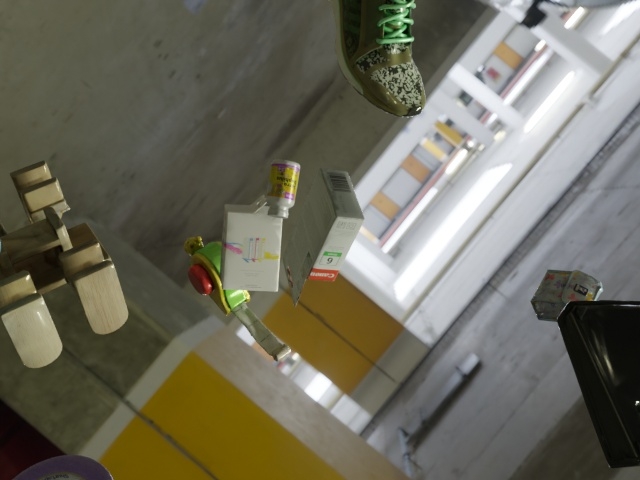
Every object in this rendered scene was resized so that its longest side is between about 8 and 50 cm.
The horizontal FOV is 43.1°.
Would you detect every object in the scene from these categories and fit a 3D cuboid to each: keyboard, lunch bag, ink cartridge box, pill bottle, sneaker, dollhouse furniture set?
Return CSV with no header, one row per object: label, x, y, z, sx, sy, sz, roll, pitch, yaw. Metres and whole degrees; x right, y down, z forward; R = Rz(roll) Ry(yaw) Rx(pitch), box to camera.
keyboard,0.319,0.130,0.553,0.033,0.317,0.201,118,-33,-46
lunch bag,0.358,0.080,1.173,0.083,0.053,0.071,6,-135,42
ink cartridge box,0.000,0.000,0.714,0.063,0.029,0.115,-107,-150,-43
pill bottle,-0.057,-0.076,1.210,0.043,0.043,0.083,112,-13,-85
ink cartridge box,-0.112,0.001,1.296,0.092,0.090,0.143,-132,-135,-76
sneaker,0.115,-0.431,1.503,0.158,0.410,0.182,-17,175,-32
dollhouse furniture set,-0.351,0.067,0.892,0.242,0.212,0.161,-26,138,-22

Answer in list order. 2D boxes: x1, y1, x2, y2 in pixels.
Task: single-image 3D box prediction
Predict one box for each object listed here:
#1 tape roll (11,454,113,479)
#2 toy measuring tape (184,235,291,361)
tape roll,-0.366,0.401,1.132,0.189,0.189,0.080,-49,142,-37
toy measuring tape,-0.175,0.103,1.666,0.121,0.330,0.121,-37,158,-17
